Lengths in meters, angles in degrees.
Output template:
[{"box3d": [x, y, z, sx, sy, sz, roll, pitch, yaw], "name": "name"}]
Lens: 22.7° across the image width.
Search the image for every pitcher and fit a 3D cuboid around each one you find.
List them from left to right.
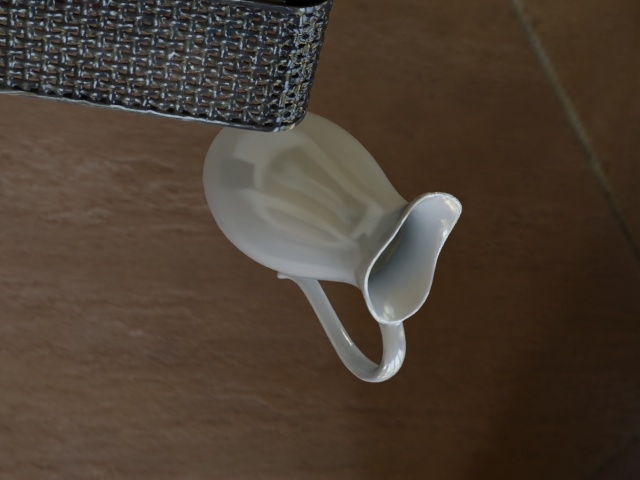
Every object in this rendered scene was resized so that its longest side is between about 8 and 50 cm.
[{"box3d": [0.000, 0.000, 1.253, 0.125, 0.207, 0.177, -14, 126, -43], "name": "pitcher"}]

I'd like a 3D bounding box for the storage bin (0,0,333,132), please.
[{"box3d": [-0.087, -0.134, 0.794, 0.180, 0.122, 0.084, 7, 136, -6], "name": "storage bin"}]
